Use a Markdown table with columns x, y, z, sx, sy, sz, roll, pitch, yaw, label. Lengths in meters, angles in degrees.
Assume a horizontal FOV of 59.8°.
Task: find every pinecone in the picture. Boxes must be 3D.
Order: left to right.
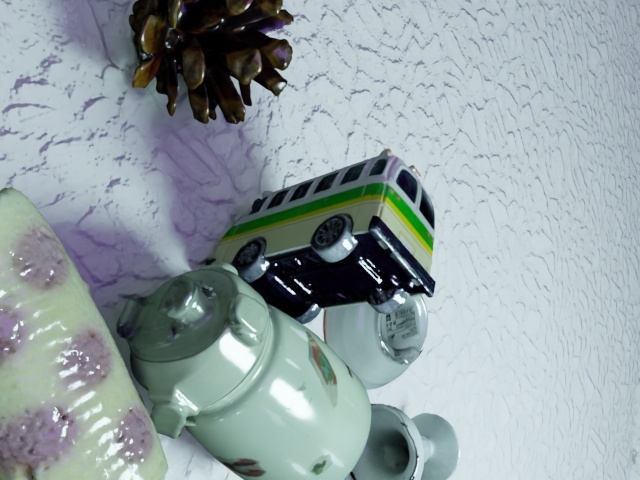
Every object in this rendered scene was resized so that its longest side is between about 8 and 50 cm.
| x | y | z | sx | sy | sz | roll | pitch | yaw | label |
| --- | --- | --- | --- | --- | --- | --- | --- | --- | --- |
| -0.133 | -0.256 | 0.714 | 0.201 | 0.202 | 0.228 | 37 | 43 | -26 | pinecone |

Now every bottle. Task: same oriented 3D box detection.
| x | y | z | sx | sy | sz | roll | pitch | yaw | label |
| --- | --- | --- | --- | --- | --- | --- | --- | --- | --- |
| -0.106 | 0.172 | 0.704 | 0.351 | 0.229 | 0.229 | 51 | 57 | -38 | bottle |

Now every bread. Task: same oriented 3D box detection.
| x | y | z | sx | sy | sz | roll | pitch | yaw | label |
| --- | --- | --- | --- | --- | --- | --- | --- | --- | --- |
| -0.295 | 0.126 | 0.561 | 0.155 | 0.187 | 0.338 | -35 | 111 | -39 | bread |

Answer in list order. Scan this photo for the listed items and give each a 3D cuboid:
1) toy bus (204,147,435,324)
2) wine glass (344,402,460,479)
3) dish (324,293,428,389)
| x | y | z | sx | sy | sz | roll | pitch | yaw | label |
| --- | --- | --- | --- | --- | --- | --- | --- | --- | --- |
| 0.000 | 0.000 | 0.767 | 0.143 | 0.305 | 0.179 | 44 | 48 | -33 | toy bus |
| 0.148 | 0.377 | 0.994 | 0.196 | 0.165 | 0.164 | 23 | 73 | -47 | wine glass |
| 0.128 | 0.150 | 1.025 | 0.260 | 0.085 | 0.260 | 1 | 88 | -43 | dish |
